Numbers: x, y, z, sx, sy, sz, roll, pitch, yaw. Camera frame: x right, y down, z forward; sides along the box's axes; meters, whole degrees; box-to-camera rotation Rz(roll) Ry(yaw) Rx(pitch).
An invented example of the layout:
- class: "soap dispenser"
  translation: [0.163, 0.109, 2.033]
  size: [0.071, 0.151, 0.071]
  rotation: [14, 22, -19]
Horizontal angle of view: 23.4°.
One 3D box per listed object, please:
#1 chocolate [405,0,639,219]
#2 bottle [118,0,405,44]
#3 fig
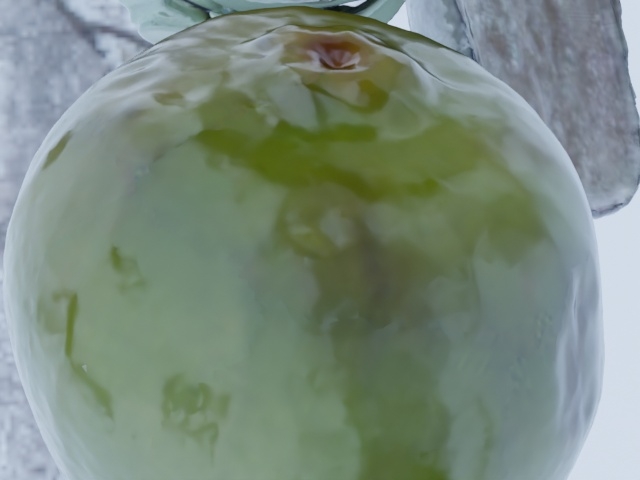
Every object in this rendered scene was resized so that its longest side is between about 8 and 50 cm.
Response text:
- class: "chocolate"
  translation: [0.131, -0.154, 1.116]
  size: [0.100, 0.185, 0.303]
  rotation: [-19, -103, 50]
- class: "bottle"
  translation: [-0.020, -0.225, 0.939]
  size: [0.351, 0.229, 0.229]
  rotation: [-16, -105, 53]
- class: "fig"
  translation: [0.002, 0.038, 0.532]
  size: [0.207, 0.207, 0.230]
  rotation: [-117, -168, -68]
